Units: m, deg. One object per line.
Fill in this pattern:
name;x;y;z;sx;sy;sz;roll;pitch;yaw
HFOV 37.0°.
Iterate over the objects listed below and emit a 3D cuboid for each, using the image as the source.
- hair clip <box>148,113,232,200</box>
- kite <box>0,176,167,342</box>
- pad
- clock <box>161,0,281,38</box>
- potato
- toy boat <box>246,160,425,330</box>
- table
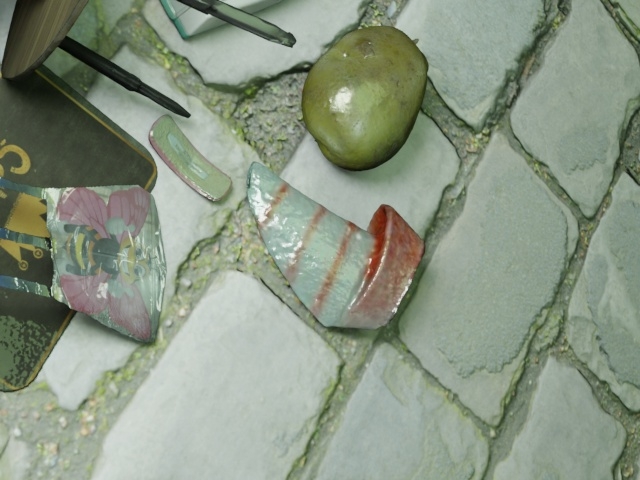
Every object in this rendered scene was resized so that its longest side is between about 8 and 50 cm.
hair clip;-0.177;-0.110;1.292;0.137;0.022;0.054;45;55;-18
kite;-0.301;0.009;1.102;0.360;0.022;0.204;13;69;-53
pad;-0.369;-0.053;1.109;0.315;0.063;0.376;38;57;-22
clock;-0.151;-0.447;1.347;0.231;0.116;0.262;-32;99;-39
potato;0.074;-0.223;1.433;0.251;0.159;0.174;-53;137;-21
toy boat;0.000;0.000;1.368;0.282;0.096;0.206;33;74;-15
table;-0.187;-0.285;1.122;0.249;0.317;0.318;17;68;-33
